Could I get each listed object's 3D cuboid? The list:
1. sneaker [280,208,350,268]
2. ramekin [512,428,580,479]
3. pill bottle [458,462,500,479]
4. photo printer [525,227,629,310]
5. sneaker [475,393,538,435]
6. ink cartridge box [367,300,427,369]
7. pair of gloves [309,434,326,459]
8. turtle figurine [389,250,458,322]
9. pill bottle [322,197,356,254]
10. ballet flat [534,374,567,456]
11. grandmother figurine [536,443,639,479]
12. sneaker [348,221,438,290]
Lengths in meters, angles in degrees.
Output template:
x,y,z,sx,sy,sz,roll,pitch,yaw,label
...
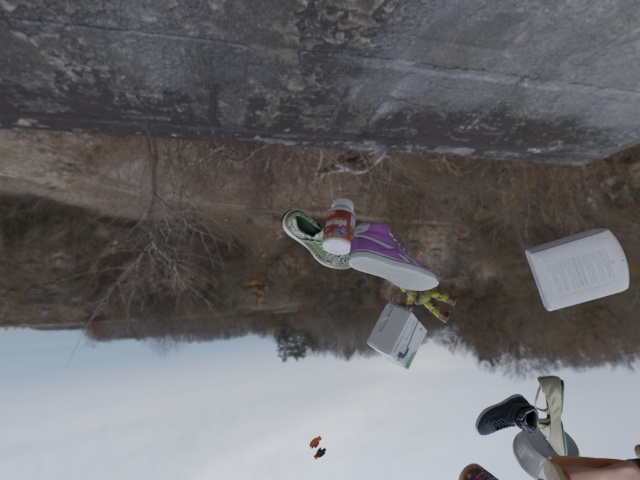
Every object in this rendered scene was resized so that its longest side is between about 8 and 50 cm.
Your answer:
x,y,z,sx,sy,sz,roll,pitch,yaw,label
0.000,0.000,1.840,0.411,0.158,0.182,34,172,-7,sneaker
1.027,0.949,1.808,0.273,0.127,0.272,2,-152,-1,ramekin
0.761,1.134,1.764,0.162,0.161,0.278,6,-178,-27,pill bottle
0.975,0.104,1.510,0.308,0.255,0.107,-20,-179,13,photo printer
0.687,0.666,1.467,0.226,0.086,0.163,-36,-178,2,sneaker
0.249,0.306,1.277,0.087,0.153,0.208,21,165,37,ink cartridge box
-0.013,0.929,1.793,0.074,0.083,0.010,-43,142,12,pair of gloves
0.377,0.186,1.444,0.218,0.269,0.087,25,179,19,turtle figurine
0.079,-0.061,1.617,0.121,0.215,0.121,7,149,4,pill bottle
0.699,0.532,1.221,0.087,0.248,0.086,-3,-178,0,ballet flat
0.636,0.484,0.818,0.343,0.104,0.207,-3,128,-4,grandmother figurine
0.218,0.034,1.141,0.282,0.160,0.102,24,142,-19,sneaker
